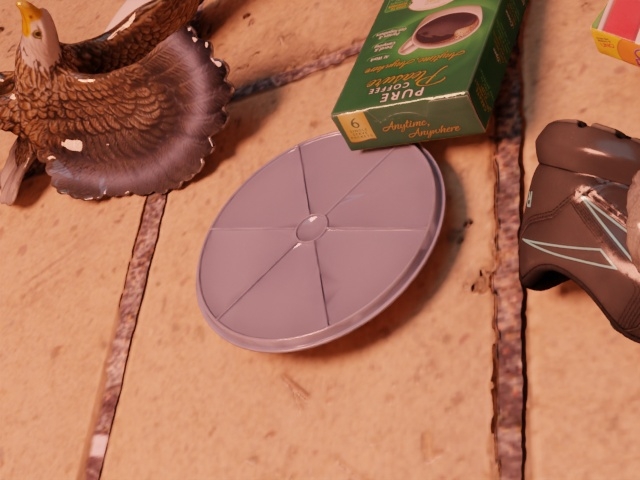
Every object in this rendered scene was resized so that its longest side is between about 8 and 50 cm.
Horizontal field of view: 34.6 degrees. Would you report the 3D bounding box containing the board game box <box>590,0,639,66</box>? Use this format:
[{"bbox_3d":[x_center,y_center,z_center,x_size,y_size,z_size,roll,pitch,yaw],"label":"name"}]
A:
[{"bbox_3d":[0.301,-0.126,0.601,0.259,0.039,0.124,32,83,35],"label":"board game box"}]

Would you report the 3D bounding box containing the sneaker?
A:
[{"bbox_3d":[0.220,0.018,0.547,0.267,0.101,0.106,26,96,45],"label":"sneaker"}]

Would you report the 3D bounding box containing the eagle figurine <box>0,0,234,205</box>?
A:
[{"bbox_3d":[-0.217,-0.150,0.953,0.298,0.225,0.226,-4,93,-2],"label":"eagle figurine"}]

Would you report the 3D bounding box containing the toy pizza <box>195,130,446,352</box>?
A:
[{"bbox_3d":[0.000,0.000,0.747,0.201,0.032,0.201,-18,45,19],"label":"toy pizza"}]

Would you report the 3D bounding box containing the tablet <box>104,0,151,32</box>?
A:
[{"bbox_3d":[-0.196,-0.244,1.113,0.083,0.006,0.054,11,63,41],"label":"tablet"}]

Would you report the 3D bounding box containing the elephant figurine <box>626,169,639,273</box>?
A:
[{"bbox_3d":[0.199,0.077,0.396,0.186,0.239,0.169,-13,19,-19],"label":"elephant figurine"}]

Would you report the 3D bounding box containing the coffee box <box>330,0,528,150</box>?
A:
[{"bbox_3d":[0.088,-0.146,0.776,0.113,0.040,0.184,-6,43,30],"label":"coffee box"}]
